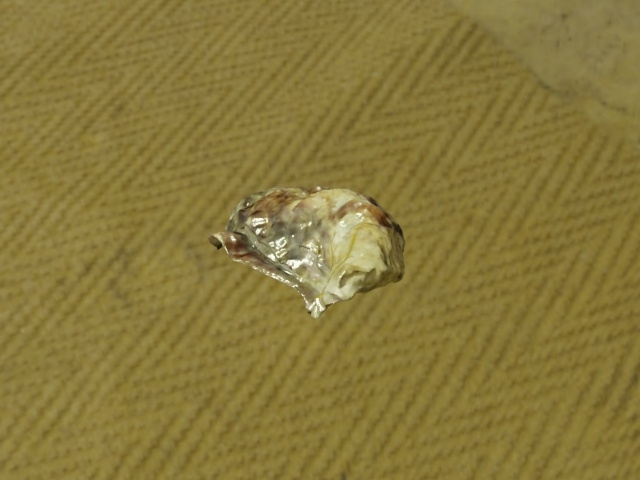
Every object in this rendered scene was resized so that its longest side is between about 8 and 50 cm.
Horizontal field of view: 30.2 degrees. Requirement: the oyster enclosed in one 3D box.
[{"bbox_3d":[-0.002,-0.011,1.294,0.271,0.100,0.275,2,24,32],"label":"oyster"}]
